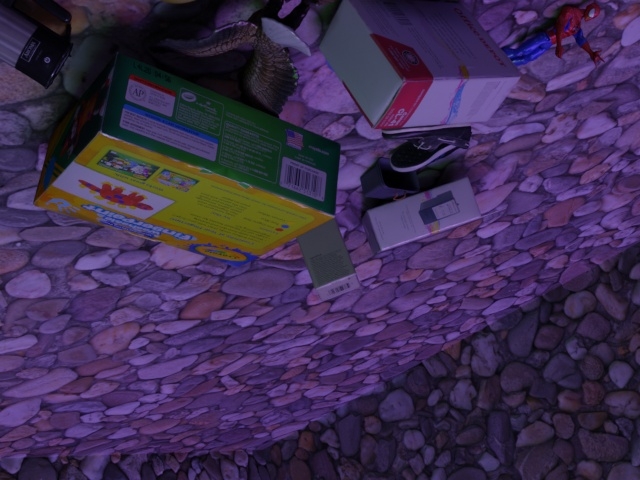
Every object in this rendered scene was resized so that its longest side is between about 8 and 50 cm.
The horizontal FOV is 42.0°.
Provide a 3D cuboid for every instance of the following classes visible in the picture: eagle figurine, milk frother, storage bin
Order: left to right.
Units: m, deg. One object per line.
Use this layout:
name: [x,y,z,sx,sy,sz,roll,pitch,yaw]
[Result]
milk frother: [-0.461,-0.320,1.314,0.134,0.129,0.143,31,166,-17]
eagle figurine: [-0.119,-0.337,1.419,0.298,0.226,0.225,-41,168,28]
storage bin: [0.173,-0.143,2.123,0.135,0.098,0.091,4,156,-40]

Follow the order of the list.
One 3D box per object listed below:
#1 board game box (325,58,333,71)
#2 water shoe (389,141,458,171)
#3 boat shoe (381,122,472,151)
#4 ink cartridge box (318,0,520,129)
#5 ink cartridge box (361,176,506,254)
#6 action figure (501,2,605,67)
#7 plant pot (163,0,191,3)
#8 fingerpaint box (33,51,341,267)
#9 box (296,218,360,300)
board game box: [0.077,-0.396,1.612,0.168,0.033,0.133,-36,154,9]
water shoe: [0.273,-0.215,2.065,0.203,0.073,0.080,-23,157,8]
boat shoe: [0.250,-0.244,1.950,0.233,0.084,0.079,-5,112,-22]
ink cartridge box: [0.184,-0.331,1.545,0.306,0.226,0.131,-7,145,-38]
ink cartridge box: [0.300,-0.074,2.244,0.353,0.119,0.207,-18,176,-4]
action figure: [0.491,-0.398,1.798,0.280,0.139,0.091,-35,152,23]
plant pot: [-0.226,-0.416,1.268,0.134,0.134,0.095,-6,176,-28]
fingerpaint box: [-0.248,-0.124,1.540,0.444,0.163,0.371,18,154,-28]
box: [0.000,0.000,2.055,0.113,0.275,0.094,-20,155,2]
